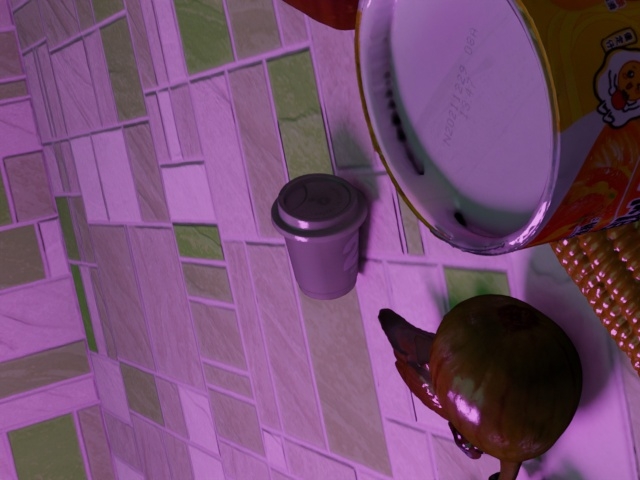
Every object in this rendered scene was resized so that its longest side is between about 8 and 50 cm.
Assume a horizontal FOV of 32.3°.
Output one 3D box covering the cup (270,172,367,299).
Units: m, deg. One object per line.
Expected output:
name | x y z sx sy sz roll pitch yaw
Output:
cup | 0.000 0.000 1.388 0.120 0.120 0.141 47 149 44

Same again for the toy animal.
toy animal | 0.132 0.155 1.247 0.188 0.089 0.179 41 153 41

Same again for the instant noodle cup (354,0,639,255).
instant noodle cup | 0.157 -0.117 0.708 0.264 0.200 0.264 42 141 46

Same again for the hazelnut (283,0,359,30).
hazelnut | 0.013 -0.325 1.150 0.181 0.181 0.212 -31 74 33

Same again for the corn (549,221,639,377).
corn | 0.265 0.029 0.871 0.363 0.120 0.120 58 149 28

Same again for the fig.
fig | 0.174 0.182 1.096 0.151 0.151 0.259 42 138 48
